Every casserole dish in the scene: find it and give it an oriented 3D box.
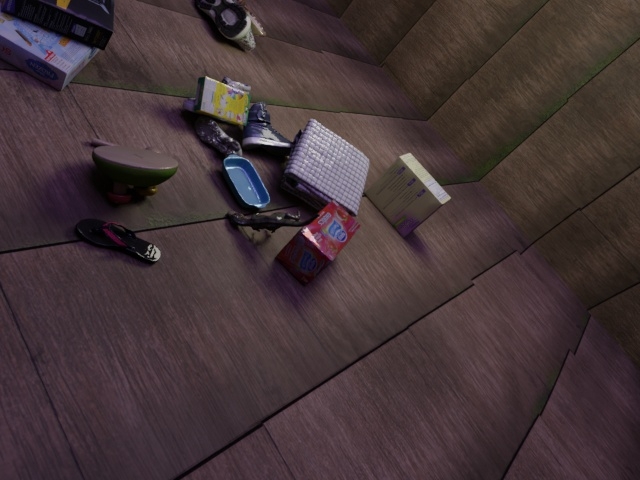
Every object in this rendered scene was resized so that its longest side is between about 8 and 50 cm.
[{"bbox_3d":[-0.223,-0.165,1.370,0.114,0.037,0.188,-13,70,-52],"label":"casserole dish"}]

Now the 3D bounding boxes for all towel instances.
[{"bbox_3d":[0.013,-0.223,1.552,0.284,0.121,0.234,28,66,-25],"label":"towel"}]

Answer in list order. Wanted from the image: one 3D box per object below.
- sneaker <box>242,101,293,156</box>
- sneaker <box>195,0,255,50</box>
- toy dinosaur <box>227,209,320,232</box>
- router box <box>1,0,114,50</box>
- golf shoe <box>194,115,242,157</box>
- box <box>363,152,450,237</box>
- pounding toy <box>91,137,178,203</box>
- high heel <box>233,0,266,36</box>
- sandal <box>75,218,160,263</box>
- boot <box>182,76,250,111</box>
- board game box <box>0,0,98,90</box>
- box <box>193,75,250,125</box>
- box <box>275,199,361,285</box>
[{"bbox_3d":[-0.166,-0.377,1.583,0.226,0.086,0.163,4,74,-44],"label":"sneaker"},{"bbox_3d":[-0.397,-0.948,1.998,0.410,0.158,0.182,61,6,26],"label":"sneaker"},{"bbox_3d":[-0.115,-0.052,1.272,0.118,0.269,0.063,-2,91,-73],"label":"toy dinosaur"},{"bbox_3d":[-0.683,-0.687,1.245,0.243,0.081,0.308,12,58,-39],"label":"router box"},{"bbox_3d":[-0.311,-0.308,1.438,0.176,0.069,0.086,43,1,10],"label":"golf shoe"},{"bbox_3d":[0.336,-0.177,1.825,0.243,0.213,0.117,50,34,9],"label":"box"},{"bbox_3d":[-0.443,-0.153,1.104,0.183,0.110,0.237,3,21,-31],"label":"pounding toy"},{"bbox_3d":[-0.318,-1.024,2.149,0.261,0.093,0.186,37,40,4],"label":"high heel"},{"bbox_3d":[-0.422,-0.007,0.997,0.179,0.040,0.067,25,38,-26],"label":"sandal"},{"bbox_3d":[-0.325,-0.462,1.494,0.095,0.123,0.258,26,22,24],"label":"boot"},{"bbox_3d":[-0.761,-0.566,1.218,0.318,0.066,0.318,29,37,-22],"label":"board game box"},{"bbox_3d":[-0.295,-0.422,1.438,0.179,0.043,0.105,8,92,-46],"label":"box"},{"bbox_3d":[0.000,0.000,1.356,0.123,0.128,0.257,44,33,-1],"label":"box"}]
